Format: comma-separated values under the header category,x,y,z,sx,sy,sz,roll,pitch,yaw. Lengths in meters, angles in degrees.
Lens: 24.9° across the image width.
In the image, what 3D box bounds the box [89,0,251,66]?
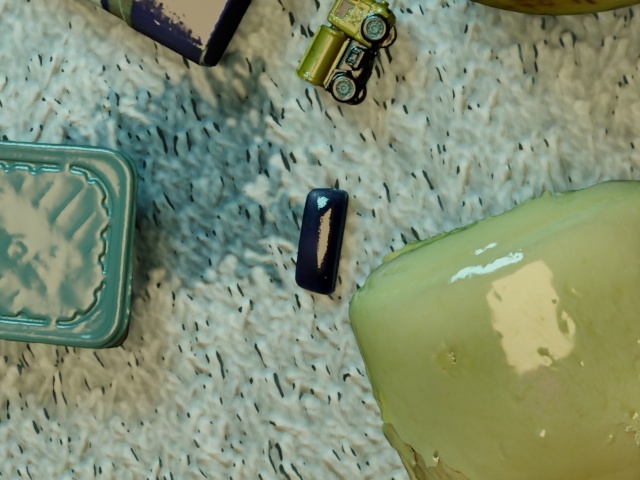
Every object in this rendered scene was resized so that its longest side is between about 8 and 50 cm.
category,x,y,z,sx,sy,sz,roll,pitch,yaw
box,-0.155,-0.265,1.121,0.259,0.071,0.168,29,96,8

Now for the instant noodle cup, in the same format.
category,x,y,z,sx,sy,sz,roll,pitch,yaw
instant noodle cup,-0.226,0.001,1.144,0.179,0.070,0.157,5,92,9

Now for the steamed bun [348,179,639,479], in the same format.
category,x,y,z,sx,sy,sz,roll,pitch,yaw
steamed bun,0.168,0.084,1.037,0.273,0.166,0.232,-17,88,9

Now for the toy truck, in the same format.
category,x,y,z,sx,sy,sz,roll,pitch,yaw
toy truck,0.022,-0.150,1.110,0.054,0.049,0.083,30,98,8

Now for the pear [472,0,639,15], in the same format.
category,x,y,z,sx,sy,sz,roll,pitch,yaw
pear,0.162,-0.277,0.976,0.280,0.281,0.281,0,92,9

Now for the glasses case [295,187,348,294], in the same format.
category,x,y,z,sx,sy,sz,roll,pitch,yaw
glasses case,0.000,0.000,1.132,0.033,0.023,0.083,9,93,7
